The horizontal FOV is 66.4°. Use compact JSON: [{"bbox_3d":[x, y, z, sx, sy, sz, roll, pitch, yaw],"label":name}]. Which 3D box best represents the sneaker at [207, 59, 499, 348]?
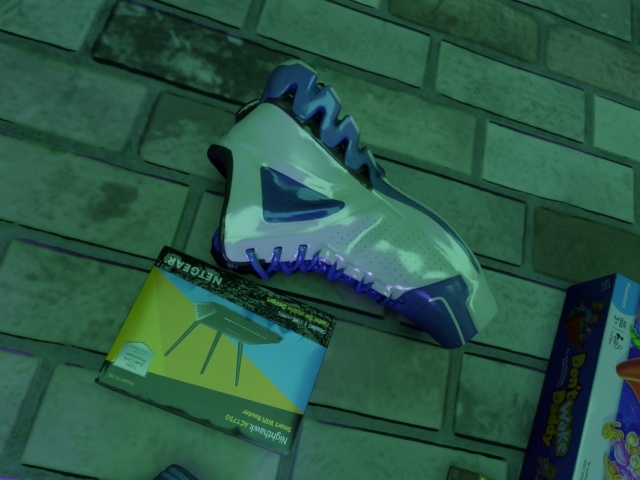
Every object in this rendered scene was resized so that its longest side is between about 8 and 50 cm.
[{"bbox_3d":[-0.001,-0.001,0.479,0.182,0.127,0.315,-40,87,-10],"label":"sneaker"}]

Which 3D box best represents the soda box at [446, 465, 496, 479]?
[{"bbox_3d":[0.130,0.306,0.435,0.058,0.061,0.181,25,69,-5],"label":"soda box"}]

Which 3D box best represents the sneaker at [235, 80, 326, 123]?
[{"bbox_3d":[-0.046,-0.155,0.556,0.109,0.040,0.044,-23,43,-11],"label":"sneaker"}]

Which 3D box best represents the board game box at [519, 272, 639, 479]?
[{"bbox_3d":[0.337,0.241,0.495,0.233,0.078,0.347,27,69,-4],"label":"board game box"}]

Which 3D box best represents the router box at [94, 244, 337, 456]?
[{"bbox_3d":[-0.090,0.101,0.455,0.178,0.046,0.133,23,70,-6],"label":"router box"}]

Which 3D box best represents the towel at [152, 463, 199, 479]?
[{"bbox_3d":[-0.124,0.228,0.350,0.067,0.029,0.119,43,44,0],"label":"towel"}]
